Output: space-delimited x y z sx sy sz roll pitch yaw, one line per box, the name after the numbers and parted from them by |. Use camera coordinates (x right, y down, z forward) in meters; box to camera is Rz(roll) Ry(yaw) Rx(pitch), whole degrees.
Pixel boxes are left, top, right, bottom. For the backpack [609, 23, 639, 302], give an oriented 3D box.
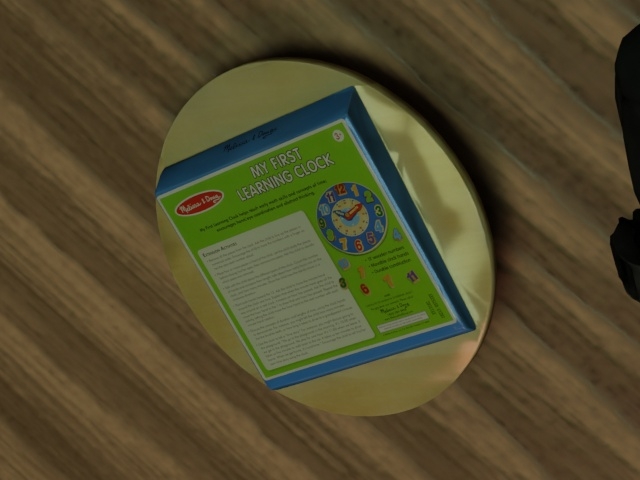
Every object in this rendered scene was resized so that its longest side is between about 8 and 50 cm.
0.318 0.036 0.626 0.355 0.273 0.290 29 145 59 | backpack

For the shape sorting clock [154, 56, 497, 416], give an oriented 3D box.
0.000 0.000 0.914 0.206 0.040 0.206 16 125 24 | shape sorting clock
